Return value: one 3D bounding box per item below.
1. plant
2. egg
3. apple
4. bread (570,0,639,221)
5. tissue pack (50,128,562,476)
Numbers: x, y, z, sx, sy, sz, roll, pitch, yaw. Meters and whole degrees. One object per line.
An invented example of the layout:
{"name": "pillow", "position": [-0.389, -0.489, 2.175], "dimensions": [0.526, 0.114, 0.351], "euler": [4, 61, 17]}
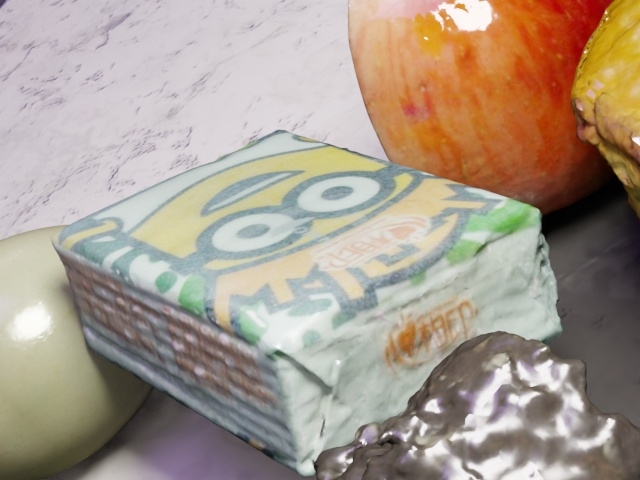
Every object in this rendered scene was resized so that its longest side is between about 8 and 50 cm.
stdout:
{"name": "plant", "position": [0.091, 0.177, 1.037], "dimensions": [0.234, 0.204, 0.178], "euler": [-50, -4, -5]}
{"name": "egg", "position": [-0.227, 0.087, 1.404], "dimensions": [0.253, 0.188, 0.188], "euler": [-38, 33, -16]}
{"name": "apple", "position": [0.168, -0.162, 1.345], "dimensions": [0.163, 0.251, 0.293], "euler": [-13, 35, 36]}
{"name": "bread", "position": [0.356, -0.109, 1.158], "dimensions": [0.398, 0.215, 0.398], "euler": [-22, 36, 16]}
{"name": "tissue pack", "position": [-0.015, 0.031, 1.238], "dimensions": [0.228, 0.128, 0.311], "euler": [-27, 26, -27]}
